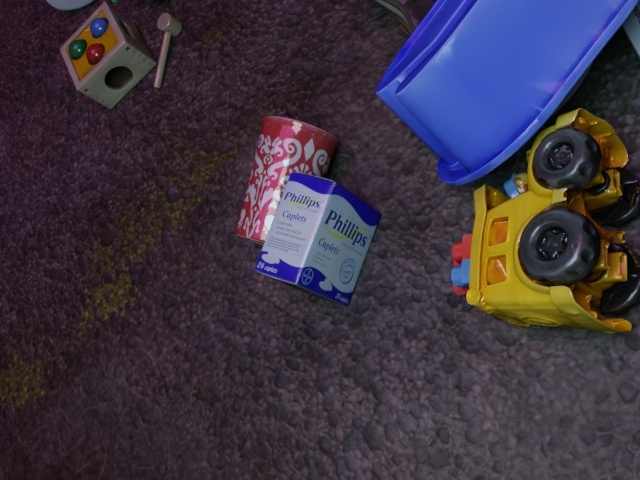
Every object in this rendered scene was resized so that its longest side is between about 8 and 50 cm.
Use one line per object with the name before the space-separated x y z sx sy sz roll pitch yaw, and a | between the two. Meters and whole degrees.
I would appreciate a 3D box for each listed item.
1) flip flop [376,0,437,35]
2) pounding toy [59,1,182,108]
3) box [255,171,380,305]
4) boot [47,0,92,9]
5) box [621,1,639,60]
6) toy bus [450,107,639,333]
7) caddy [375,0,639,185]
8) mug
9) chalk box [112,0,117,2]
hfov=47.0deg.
flip flop | 0.134 -0.325 1.005 0.277 0.080 0.112 40 89 17
pounding toy | -0.349 -0.342 1.311 0.206 0.094 0.181 -40 57 14
box | 0.000 0.000 0.951 0.072 0.126 0.137 15 82 36
boot | -0.447 -0.573 1.472 0.258 0.095 0.123 -31 41 23
box | 0.437 -0.266 0.819 0.186 0.038 0.145 -28 66 24
toy bus | 0.233 -0.009 0.815 0.211 0.149 0.220 -10 65 46
caddy | 0.222 -0.221 0.832 0.341 0.179 0.241 -53 13 7
mug | -0.051 -0.072 1.041 0.113 0.150 0.169 17 85 -2
chalk box | -0.332 -0.531 1.327 0.132 0.132 0.213 32 80 36
